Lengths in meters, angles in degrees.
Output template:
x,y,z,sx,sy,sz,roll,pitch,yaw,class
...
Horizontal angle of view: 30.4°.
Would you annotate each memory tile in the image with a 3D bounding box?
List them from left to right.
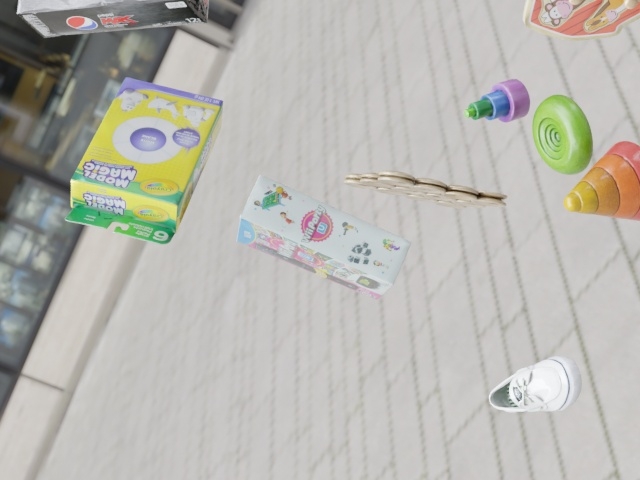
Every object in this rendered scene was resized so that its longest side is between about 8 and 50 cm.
x,y,z,sx,sy,sz,roll,pitch,yaw,class
0.108,-0.052,1.215,0.113,0.148,0.012,1,80,65,memory tile

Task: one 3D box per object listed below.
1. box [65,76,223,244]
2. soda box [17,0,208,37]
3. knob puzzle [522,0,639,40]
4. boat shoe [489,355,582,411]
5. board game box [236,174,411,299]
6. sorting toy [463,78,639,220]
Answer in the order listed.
x,y,z,sx,sy,sz,roll,pitch,yaw,class
-0.166,-0.075,1.114,0.043,0.105,0.179,100,-176,-49,box
-0.187,-0.227,1.070,0.053,0.169,0.060,41,-131,-69,soda box
0.350,-0.318,1.499,0.213,0.213,0.030,-53,37,37,knob puzzle
0.341,0.244,1.890,0.226,0.076,0.083,123,133,-66,boat shoe
0.000,0.000,2.220,0.224,0.303,0.097,117,177,-78,board game box
0.340,-0.133,1.775,0.365,0.126,0.127,46,146,44,sorting toy
